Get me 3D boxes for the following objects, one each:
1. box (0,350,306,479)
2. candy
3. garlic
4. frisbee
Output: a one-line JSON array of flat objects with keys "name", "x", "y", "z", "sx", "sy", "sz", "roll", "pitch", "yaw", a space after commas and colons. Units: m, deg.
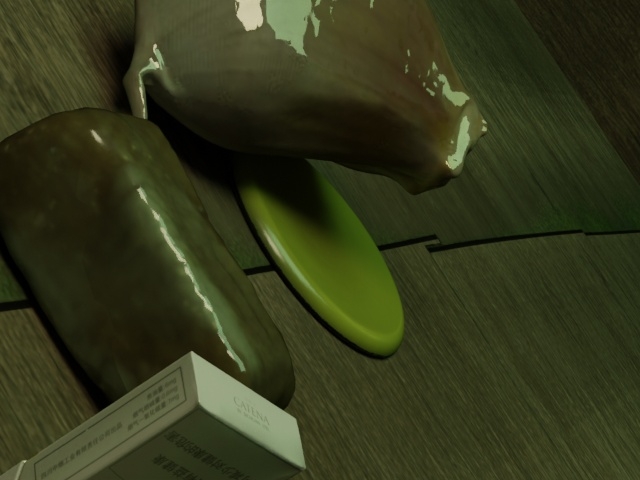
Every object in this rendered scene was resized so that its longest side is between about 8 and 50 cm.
[{"name": "box", "x": -0.093, "y": 0.123, "z": 0.879, "sx": 0.084, "sy": 0.154, "sz": 0.040, "roll": 36, "pitch": 30, "yaw": -42}, {"name": "candy", "x": -0.112, "y": 0.025, "z": 1.093, "sx": 0.234, "sy": 0.102, "sz": 0.104, "roll": 60, "pitch": 19, "yaw": 9}, {"name": "garlic", "x": -0.055, "y": -0.147, "z": 1.479, "sx": 0.340, "sy": 0.231, "sz": 0.246, "roll": -5, "pitch": 87, "yaw": -35}, {"name": "frisbee", "x": 0.000, "y": 0.000, "z": 1.537, "sx": 0.236, "sy": 0.017, "sz": 0.236, "roll": 46, "pitch": 21, "yaw": -23}]
